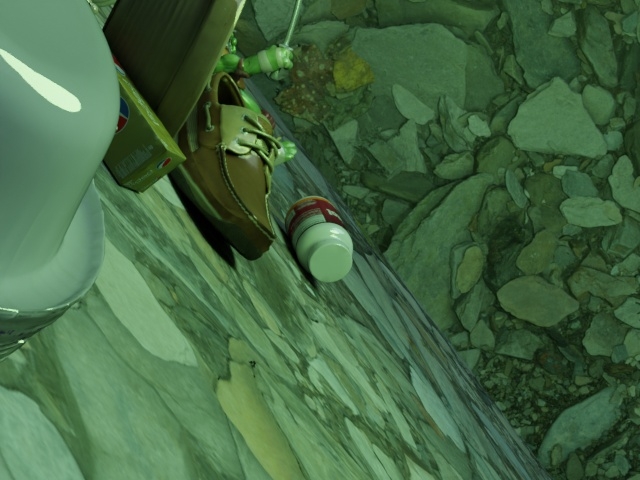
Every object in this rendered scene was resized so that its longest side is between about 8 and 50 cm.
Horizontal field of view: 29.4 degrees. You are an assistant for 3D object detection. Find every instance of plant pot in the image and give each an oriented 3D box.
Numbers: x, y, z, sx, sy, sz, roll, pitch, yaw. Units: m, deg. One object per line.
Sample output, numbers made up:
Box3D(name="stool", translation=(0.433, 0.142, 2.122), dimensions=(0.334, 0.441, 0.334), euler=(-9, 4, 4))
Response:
Box3D(name="plant pot", translation=(-0.167, -0.217, 1.275), dimensions=(0.110, 0.237, 0.237), euler=(27, 14, -15))

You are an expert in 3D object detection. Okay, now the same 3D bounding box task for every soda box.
Box3D(name="soda box", translation=(-0.207, -0.136, 1.173), dimensions=(0.181, 0.058, 0.061), euler=(55, 7, 12))

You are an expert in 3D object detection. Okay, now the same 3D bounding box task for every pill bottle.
Box3D(name="pill bottle", translation=(0.000, 0.000, 1.827), dimensions=(0.086, 0.086, 0.152), euler=(50, 8, -29))

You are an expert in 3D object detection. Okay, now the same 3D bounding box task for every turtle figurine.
Box3D(name="turtle figurine", translation=(-0.099, -0.268, 1.893), dimensions=(0.274, 0.198, 0.266), euler=(-57, 140, -40))

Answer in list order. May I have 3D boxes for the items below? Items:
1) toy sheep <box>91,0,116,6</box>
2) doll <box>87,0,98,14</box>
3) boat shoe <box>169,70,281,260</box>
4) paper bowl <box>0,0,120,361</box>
Box3D(name="toy sheep", translation=(-0.293, -0.348, 1.599), dimensions=(0.091, 0.091, 0.132), euler=(53, 1, -4))
Box3D(name="doll", translation=(-0.289, -0.276, 1.380), dimensions=(0.189, 0.046, 0.129), euler=(56, 19, 18))
Box3D(name="boat shoe", translation=(-0.112, -0.108, 1.439), dimensions=(0.122, 0.120, 0.324), euler=(48, 8, -41))
Box3D(name="paper bowl", translation=(-0.191, -0.080, 0.478), dimensions=(0.284, 0.148, 0.284), euler=(51, 12, -16))
